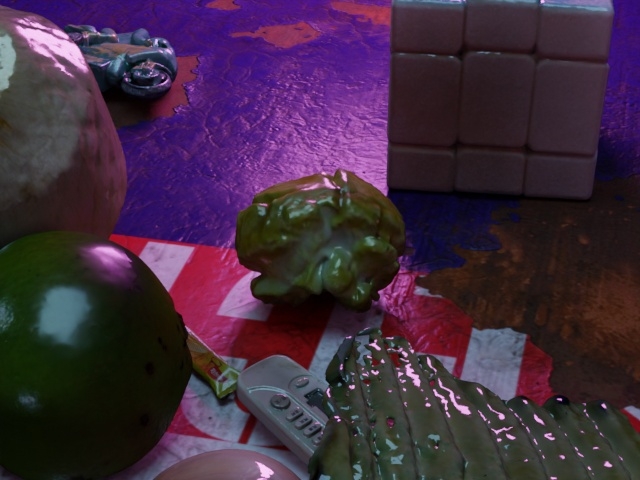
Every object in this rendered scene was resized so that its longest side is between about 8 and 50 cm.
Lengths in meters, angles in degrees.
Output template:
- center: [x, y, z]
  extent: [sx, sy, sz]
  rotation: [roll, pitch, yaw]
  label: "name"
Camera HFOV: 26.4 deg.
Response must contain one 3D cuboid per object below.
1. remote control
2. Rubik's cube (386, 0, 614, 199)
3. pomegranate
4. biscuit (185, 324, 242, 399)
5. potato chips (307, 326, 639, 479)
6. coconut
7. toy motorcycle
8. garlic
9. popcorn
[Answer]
- center: [0.001, 0.214, 1.533]
  extent: [0.090, 0.049, 0.230]
  rotation: [-24, 47, -37]
  label: "remote control"
- center: [0.267, -0.275, 2.082]
  extent: [0.315, 0.319, 0.322]
  rotation: [5, 33, 6]
  label: "Rubik's cube"
- center: [-0.327, 0.115, 1.546]
  extent: [0.358, 0.216, 0.310]
  rotation: [-9, 36, -12]
  label: "pomegranate"
- center: [-0.183, 0.119, 1.721]
  extent: [0.048, 0.026, 0.292]
  rotation: [-37, 43, -17]
  label: "biscuit"
- center: [0.167, 0.238, 1.443]
  extent: [0.373, 0.097, 0.389]
  rotation: [21, 32, 4]
  label: "potato chips"
- center: [-0.447, -0.095, 1.737]
  extent: [0.415, 0.415, 0.345]
  rotation: [-14, 61, -21]
  label: "coconut"
- center: [-0.354, -0.319, 2.361]
  extent: [0.296, 0.109, 0.198]
  rotation: [18, 33, 24]
  label: "toy motorcycle"
- center: [-0.095, 0.287, 1.370]
  extent: [0.227, 0.110, 0.217]
  rotation: [0, 28, 1]
  label: "garlic"
- center: [0.000, 0.000, 1.770]
  extent: [0.221, 0.184, 0.204]
  rotation: [-1, 1, 4]
  label: "popcorn"
